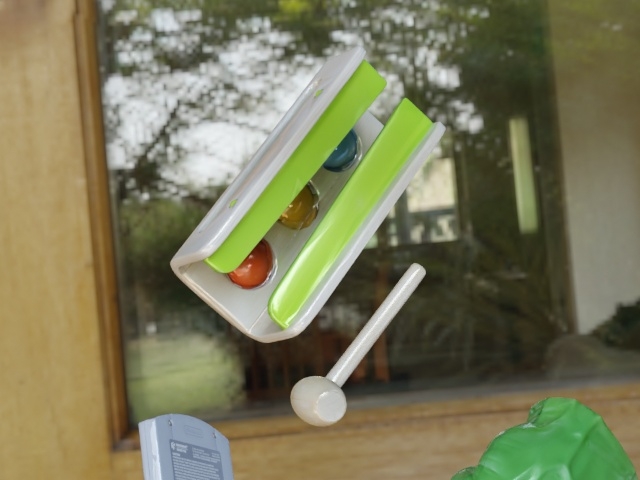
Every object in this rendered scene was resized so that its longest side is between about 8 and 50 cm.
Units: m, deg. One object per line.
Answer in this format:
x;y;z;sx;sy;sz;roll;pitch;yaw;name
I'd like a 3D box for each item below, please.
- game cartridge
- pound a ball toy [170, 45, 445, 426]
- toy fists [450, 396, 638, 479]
-0.075;0.127;0.735;0.017;0.056;0.083;-15;-23;22;game cartridge
0.000;0.000;1.275;0.208;0.319;0.135;41;-22;-15;pound a ball toy
0.183;0.254;0.953;0.096;0.279;0.142;-1;37;46;toy fists
